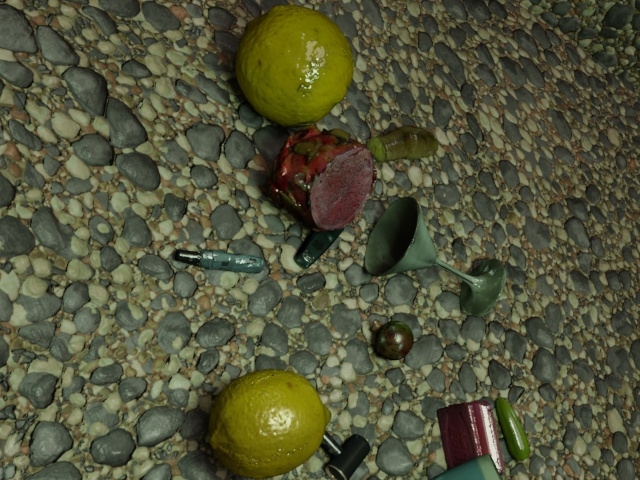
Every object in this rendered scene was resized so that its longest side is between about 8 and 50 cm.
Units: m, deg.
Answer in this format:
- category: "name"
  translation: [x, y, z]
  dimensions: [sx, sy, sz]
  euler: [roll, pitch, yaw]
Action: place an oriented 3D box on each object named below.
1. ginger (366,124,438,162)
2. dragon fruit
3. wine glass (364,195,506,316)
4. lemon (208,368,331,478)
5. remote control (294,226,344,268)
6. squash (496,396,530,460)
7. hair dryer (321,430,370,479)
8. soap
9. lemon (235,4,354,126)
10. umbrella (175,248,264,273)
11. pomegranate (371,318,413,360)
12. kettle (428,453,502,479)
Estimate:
- category: "ginger"
  translation: [0.287, -0.333, 2.327]
  dimensions: [0.262, 0.117, 0.109]
  euler: [-13, 35, -30]
- category: "dragon fruit"
  translation: [-0.022, -0.208, 1.972]
  dimensions: [0.263, 0.314, 0.296]
  euler: [34, 79, 34]
- category: "wine glass"
  translation: [0.365, 0.070, 2.117]
  dimensions: [0.406, 0.267, 0.267]
  euler: [29, 56, -24]
- category: "lemon"
  translation: [-0.122, 0.437, 1.629]
  dimensions: [0.310, 0.258, 0.258]
  euler: [-8, 73, -20]
- category: "remote control"
  translation: [0.000, 0.000, 2.035]
  dimensions: [0.072, 0.042, 0.222]
  euler: [47, 53, -8]
- category: "squash"
  translation: [0.600, 0.590, 2.131]
  dimensions: [0.066, 0.066, 0.201]
  euler: [-4, 65, -33]
- category: "hair dryer"
  translation: [0.017, 0.510, 1.809]
  dimensions: [0.255, 0.070, 0.128]
  euler: [50, 52, 3]
- category: "soap"
  translation: [0.441, 0.596, 1.964]
  dimensions: [0.099, 0.162, 0.250]
  euler: [3, 67, -30]
- category: "lemon"
  translation: [-0.086, -0.526, 2.040]
  dimensions: [0.387, 0.350, 0.350]
  euler: [37, 52, 10]
- category: "umbrella"
  translation: [-0.269, 0.054, 1.838]
  dimensions: [0.250, 0.053, 0.052]
  euler: [10, 65, -29]
- category: "pomegranate"
  translation: [0.210, 0.293, 1.991]
  dimensions: [0.130, 0.130, 0.130]
  euler: [13, 63, -27]
- category: "kettle"
  translation: [0.349, 0.765, 1.765]
  dimensions: [0.320, 0.342, 0.247]
  euler: [63, 7, -10]
